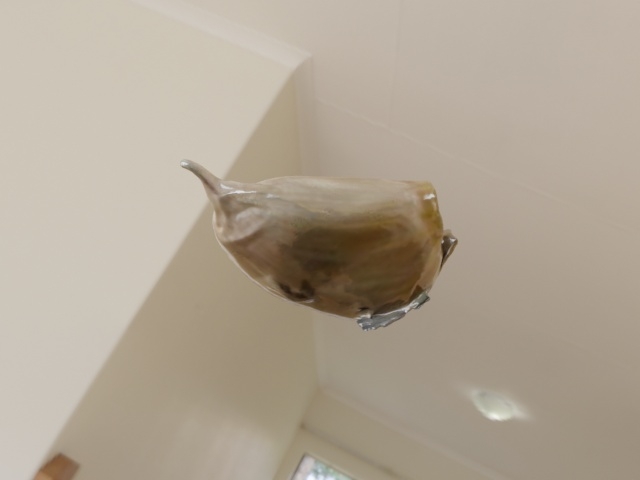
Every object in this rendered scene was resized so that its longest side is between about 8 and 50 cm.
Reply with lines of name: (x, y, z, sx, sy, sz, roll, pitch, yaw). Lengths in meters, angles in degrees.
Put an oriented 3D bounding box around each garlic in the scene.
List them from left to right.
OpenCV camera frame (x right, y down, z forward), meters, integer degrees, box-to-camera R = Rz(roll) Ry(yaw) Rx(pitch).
garlic: (-0.001, -0.001, 0.444, 0.152, 0.084, 0.066, 5, 20, -9)
